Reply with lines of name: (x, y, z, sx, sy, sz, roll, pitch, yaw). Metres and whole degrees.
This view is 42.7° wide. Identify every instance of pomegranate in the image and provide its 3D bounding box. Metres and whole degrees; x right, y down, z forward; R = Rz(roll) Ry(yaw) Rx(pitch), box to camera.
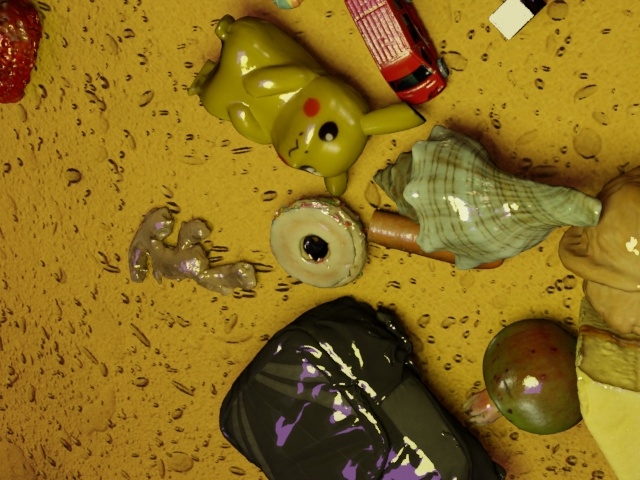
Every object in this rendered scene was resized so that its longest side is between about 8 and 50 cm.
pomegranate: (0.314, 0.221, 1.261, 0.210, 0.180, 0.180, -33, 96, 25)

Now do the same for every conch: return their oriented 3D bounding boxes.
conch: (0.204, -0.047, 1.159, 0.386, 0.170, 0.203, 37, 153, 53)

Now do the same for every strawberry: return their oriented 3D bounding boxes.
strawberry: (-0.561, -0.323, 1.384, 0.184, 0.187, 0.201, 38, 143, 43)

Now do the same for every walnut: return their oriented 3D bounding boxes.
walnut: (0.441, 0.014, 1.088, 0.257, 0.257, 0.224, 6, 111, 19)

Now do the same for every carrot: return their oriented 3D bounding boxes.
carrot: (0.187, 0.000, 1.285, 0.225, 0.067, 0.067, 13, 114, 18)

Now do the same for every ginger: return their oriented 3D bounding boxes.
ginger: (-0.230, 0.023, 1.452, 0.259, 0.065, 0.149, 10, 111, 19)

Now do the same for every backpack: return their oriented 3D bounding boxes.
backpack: (0.074, 0.329, 1.351, 0.445, 0.255, 0.363, 46, 118, 15)

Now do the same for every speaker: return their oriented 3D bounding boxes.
speaker: (0.261, -0.301, 1.070, 0.040, 0.191, 0.046, 46, 117, 0)

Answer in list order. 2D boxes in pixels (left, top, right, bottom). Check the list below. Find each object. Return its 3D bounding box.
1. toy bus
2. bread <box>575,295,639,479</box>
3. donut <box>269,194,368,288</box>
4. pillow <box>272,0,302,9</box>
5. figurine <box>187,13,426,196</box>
toy bus: (0.111, -0.287, 1.189, 0.081, 0.089, 0.195, -24, 100, 27)
bread: (0.484, 0.161, 1.122, 0.236, 0.263, 0.198, -26, 104, 29)
donut: (0.000, 0.000, 1.343, 0.175, 0.068, 0.174, 10, 123, 16)
pillow: (0.022, -0.436, 1.141, 0.233, 0.086, 0.214, -4, 82, 21)
figurine: (-0.038, -0.196, 1.240, 0.327, 0.169, 0.218, 41, 134, 5)
